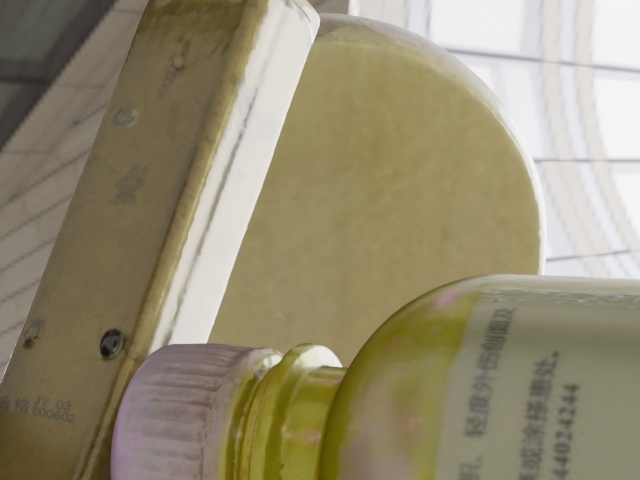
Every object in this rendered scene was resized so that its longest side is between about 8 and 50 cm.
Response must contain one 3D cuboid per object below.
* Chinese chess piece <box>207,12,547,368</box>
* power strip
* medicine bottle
[{"bbox_3d":[0.000,0.000,0.768,0.097,0.251,0.251,-116,-143,-73],"label":"Chinese chess piece"},{"bbox_3d":[-0.066,0.014,0.498,0.064,0.044,0.305,3,-112,39],"label":"power strip"},{"bbox_3d":[0.047,0.069,0.398,0.212,0.122,0.122,2,-86,23],"label":"medicine bottle"}]
